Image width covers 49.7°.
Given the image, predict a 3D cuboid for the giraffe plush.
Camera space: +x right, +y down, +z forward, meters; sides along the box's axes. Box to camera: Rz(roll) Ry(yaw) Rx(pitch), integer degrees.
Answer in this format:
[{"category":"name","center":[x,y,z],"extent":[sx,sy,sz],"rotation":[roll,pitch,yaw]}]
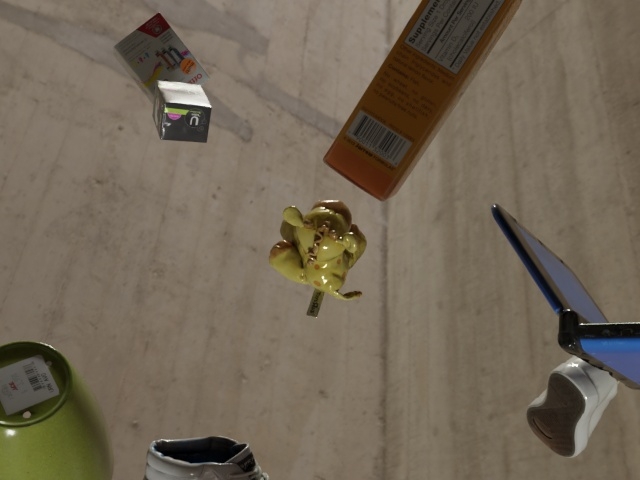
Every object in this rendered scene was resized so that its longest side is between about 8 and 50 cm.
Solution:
[{"category":"giraffe plush","center":[0.000,0.000,1.191],"extent":[0.182,0.170,0.210],"rotation":[0,-127,-3]}]

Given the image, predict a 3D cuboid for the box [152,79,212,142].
[{"category":"box","center":[-0.181,-0.168,0.897],"extent":[0.062,0.052,0.083],"rotation":[1,-148,-22]}]

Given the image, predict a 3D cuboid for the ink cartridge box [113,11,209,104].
[{"category":"ink cartridge box","center":[-0.353,-0.386,1.533],"extent":[0.128,0.127,0.176],"rotation":[-41,-74,-9]}]

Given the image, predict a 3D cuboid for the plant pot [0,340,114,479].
[{"category":"plant pot","center":[-0.448,0.284,1.048],"extent":[0.275,0.293,0.274],"rotation":[11,-133,-11]}]

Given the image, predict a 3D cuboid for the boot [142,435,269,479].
[{"category":"boot","center":[-0.083,0.299,0.799],"extent":[0.258,0.095,0.123],"rotation":[6,-79,1]}]

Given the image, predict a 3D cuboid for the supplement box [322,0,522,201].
[{"category":"supplement box","center":[0.099,-0.154,0.663],"extent":[0.080,0.233,0.078],"rotation":[36,-167,7]}]

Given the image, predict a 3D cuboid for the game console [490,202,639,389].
[{"category":"game console","center":[0.357,0.063,0.769],"extent":[0.293,0.250,0.173],"rotation":[26,-117,-49]}]

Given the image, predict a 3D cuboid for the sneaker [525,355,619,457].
[{"category":"sneaker","center":[0.413,0.253,1.092],"extent":[0.123,0.290,0.106],"rotation":[-34,-118,-17]}]
